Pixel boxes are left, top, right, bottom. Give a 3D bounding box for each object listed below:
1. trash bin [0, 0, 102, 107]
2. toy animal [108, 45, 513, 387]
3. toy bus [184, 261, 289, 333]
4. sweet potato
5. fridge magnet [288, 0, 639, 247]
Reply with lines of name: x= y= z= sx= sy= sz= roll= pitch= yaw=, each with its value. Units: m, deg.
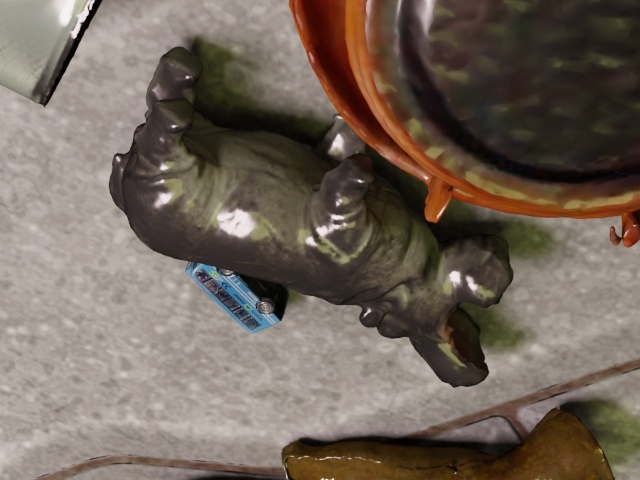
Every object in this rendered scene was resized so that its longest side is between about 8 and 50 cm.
trash bin: x=-0.231 y=-0.232 z=0.813 sx=0.263 sy=0.217 sz=0.277 roll=26 pitch=151 yaw=-11
toy animal: x=0.013 y=-0.008 z=1.017 sx=0.343 sy=0.106 sz=0.168 roll=28 pitch=129 yaw=-15
toy bus: x=-0.065 y=0.033 z=1.101 sx=0.046 sy=0.038 sz=0.083 roll=-29 pitch=118 yaw=31
sweet potato: x=0.106 y=0.197 z=1.182 sx=0.286 sy=0.085 sz=0.112 roll=-2 pitch=93 yaw=23
fridge magnet: x=0.158 y=-0.155 z=0.850 sx=0.364 sy=0.155 sz=0.363 roll=4 pitch=128 yaw=5
